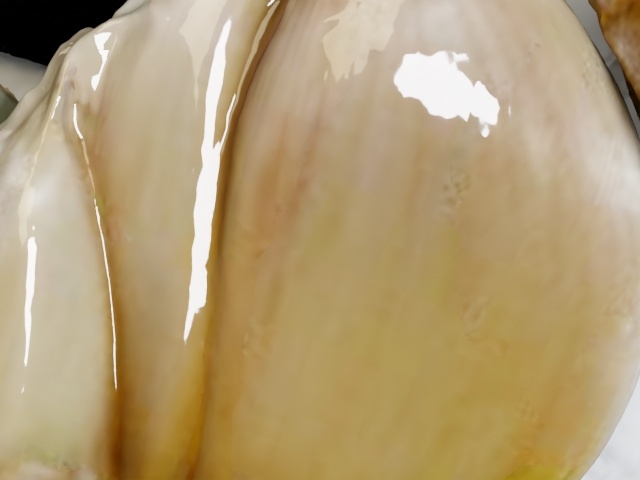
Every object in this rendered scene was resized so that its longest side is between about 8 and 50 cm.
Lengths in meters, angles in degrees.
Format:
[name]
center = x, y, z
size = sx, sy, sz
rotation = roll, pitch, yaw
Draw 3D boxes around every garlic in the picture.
[garlic]
center = 0.000, 0.000, 0.526
size = 0.217, 0.110, 0.228
rotation = 19, 103, -10

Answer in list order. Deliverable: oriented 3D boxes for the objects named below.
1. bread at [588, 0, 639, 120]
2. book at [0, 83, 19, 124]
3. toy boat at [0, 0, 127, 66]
[bread]
center = 0.231, -0.089, 0.520
size = 0.312, 0.172, 0.312
rotation = -1, 70, 3
[book]
center = -0.189, 0.058, 0.494
size = 0.025, 0.215, 0.283
rotation = 26, 77, 41
[toy boat]
center = -0.112, -0.140, 0.595
size = 0.299, 0.134, 0.092
rotation = 17, 48, 8
